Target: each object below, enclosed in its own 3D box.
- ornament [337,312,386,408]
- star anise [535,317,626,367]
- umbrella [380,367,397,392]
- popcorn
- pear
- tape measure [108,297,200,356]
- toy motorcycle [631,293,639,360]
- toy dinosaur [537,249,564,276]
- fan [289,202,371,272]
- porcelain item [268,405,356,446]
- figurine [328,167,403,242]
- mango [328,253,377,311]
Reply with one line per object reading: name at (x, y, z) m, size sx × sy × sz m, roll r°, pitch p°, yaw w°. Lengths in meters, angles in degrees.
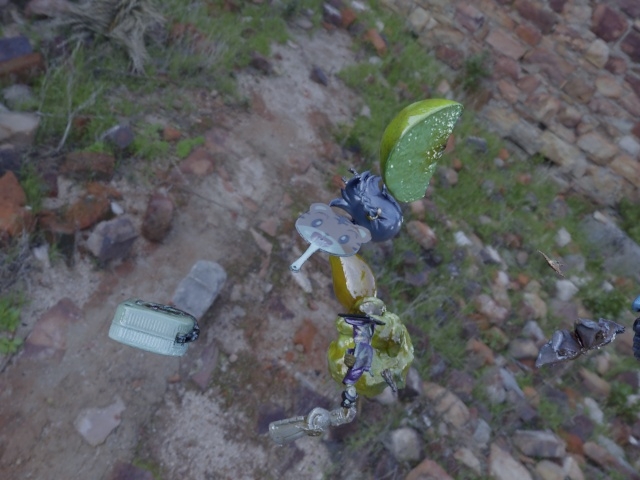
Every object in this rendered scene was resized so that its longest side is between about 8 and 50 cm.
ornament at (0.084, 0.259, 1.296) m, size 0.088 × 0.081 × 0.203 m, roll 31°, pitch 58°, yaw -45°
star anise at (0.517, 0.209, 1.231) m, size 0.208 × 0.171 × 0.063 m, roll 9°, pitch 49°, yaw -50°
umbrella at (0.177, 0.357, 1.550) m, size 0.020 × 0.031 × 0.083 m, roll 48°, pitch 10°, yaw -35°
popcorn at (0.133, 0.306, 1.705) m, size 0.225 × 0.277 × 0.276 m, roll 7°, pitch 16°, yaw 31°
pear at (0.209, -0.235, 1.534) m, size 0.139 × 0.288 × 0.239 m, roll 35°, pitch 36°, yaw 24°
tape measure at (-0.397, 0.203, 1.472) m, size 0.207 × 0.115 × 0.235 m, roll 15°, pitch -4°, yaw -9°
toy motorcycle at (0.711, 0.054, 1.159) m, size 0.416 × 0.232 × 0.172 m, roll -32°, pitch 32°, yaw -27°
toy dinosaur at (0.678, 0.064, 1.762) m, size 0.041 × 0.026 × 0.113 m, roll -3°, pitch 50°, yaw -38°
fan at (0.000, 0.000, 1.209) m, size 0.152 × 0.008 × 0.226 m, roll 31°, pitch 41°, yaw 14°
porcelain item at (-0.015, 0.439, 1.447) m, size 0.084 × 0.213 × 0.054 m, roll 50°, pitch 26°, yaw -45°
figurine at (0.163, -0.116, 2.033) m, size 0.265 × 0.175 × 0.197 m, roll 39°, pitch 37°, yaw -5°
mango at (0.099, 0.122, 1.875) m, size 0.099 × 0.136 × 0.228 m, roll 66°, pitch 0°, yaw -69°
